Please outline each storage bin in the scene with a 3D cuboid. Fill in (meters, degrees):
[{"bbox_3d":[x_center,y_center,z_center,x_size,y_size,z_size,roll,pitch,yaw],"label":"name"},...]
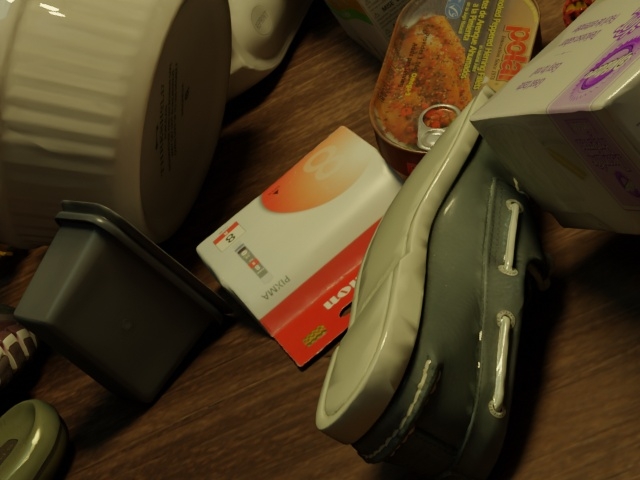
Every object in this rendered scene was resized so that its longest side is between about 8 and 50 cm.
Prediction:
[{"bbox_3d":[-0.149,0.047,1.305,0.098,0.135,0.091,7,60,55],"label":"storage bin"}]

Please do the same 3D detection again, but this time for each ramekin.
[{"bbox_3d":[-0.161,-0.114,1.442,0.127,0.273,0.273,12,45,11],"label":"ramekin"}]

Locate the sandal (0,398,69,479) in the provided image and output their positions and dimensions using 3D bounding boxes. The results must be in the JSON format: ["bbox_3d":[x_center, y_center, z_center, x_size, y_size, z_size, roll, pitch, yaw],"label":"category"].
[{"bbox_3d":[-0.292,0.212,1.255,0.120,0.086,0.303,-3,42,49],"label":"sandal"}]

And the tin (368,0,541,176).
[{"bbox_3d":[0.099,-0.115,1.309,0.106,0.040,0.190,0,46,20],"label":"tin"}]

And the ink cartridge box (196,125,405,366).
[{"bbox_3d":[0.000,0.000,1.287,0.145,0.045,0.179,-40,24,-4],"label":"ink cartridge box"}]

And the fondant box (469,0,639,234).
[{"bbox_3d":[0.256,-0.145,1.009,0.330,0.096,0.238,-44,9,-7],"label":"fondant box"}]

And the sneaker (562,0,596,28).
[{"bbox_3d":[0.248,-0.173,1.258,0.175,0.064,0.067,-16,13,27],"label":"sneaker"}]

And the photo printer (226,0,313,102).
[{"bbox_3d":[-0.122,-0.213,1.705,0.256,0.107,0.307,-17,33,35],"label":"photo printer"}]

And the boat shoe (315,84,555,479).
[{"bbox_3d":[0.083,0.024,1.108,0.116,0.099,0.319,-53,9,38],"label":"boat shoe"}]

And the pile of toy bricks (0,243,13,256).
[{"bbox_3d":[-0.283,-0.027,1.625,0.212,0.118,0.105,-144,66,-72],"label":"pile of toy bricks"}]

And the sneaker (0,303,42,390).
[{"bbox_3d":[-0.304,0.056,1.381,0.106,0.162,0.281,-31,10,11],"label":"sneaker"}]

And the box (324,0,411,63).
[{"bbox_3d":[0.066,-0.210,1.473,0.114,0.103,0.203,-37,26,-1],"label":"box"}]
